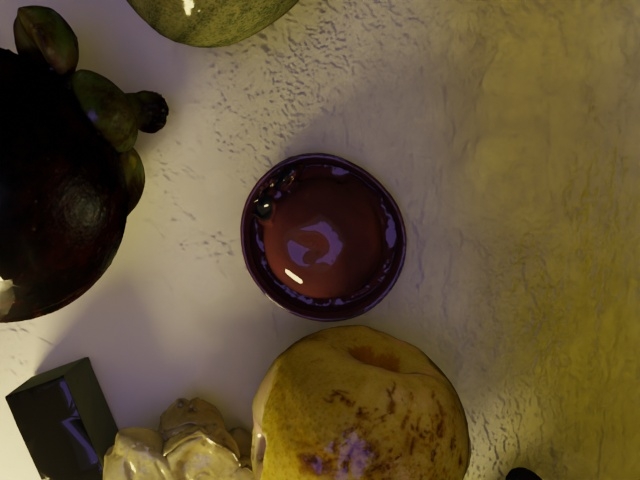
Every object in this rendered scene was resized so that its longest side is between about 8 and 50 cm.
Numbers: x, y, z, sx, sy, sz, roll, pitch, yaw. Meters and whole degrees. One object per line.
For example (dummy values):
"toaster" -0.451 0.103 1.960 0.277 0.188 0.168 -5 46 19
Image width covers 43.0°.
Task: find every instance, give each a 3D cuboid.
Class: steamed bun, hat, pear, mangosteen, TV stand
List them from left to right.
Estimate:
"mangosteen" -0.346 -0.075 0.877 0.330 0.330 0.330 1 99 6
"TV stand" -0.296 0.295 1.039 0.088 0.083 0.269 -21 97 9
"steamed bun" -0.171 0.285 1.012 0.177 0.106 0.192 -42 101 7
"hat" 0.000 0.000 0.950 0.206 0.089 0.205 1 99 7
"pear" 0.032 0.231 0.903 0.271 0.271 0.271 1 99 6

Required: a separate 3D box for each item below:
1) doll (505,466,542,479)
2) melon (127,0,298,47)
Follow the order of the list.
"doll" 0.240 0.368 0.957 0.234 0.143 0.135 32 131 -8
"melon" -0.087 -0.354 0.823 0.249 0.248 0.329 31 111 1
